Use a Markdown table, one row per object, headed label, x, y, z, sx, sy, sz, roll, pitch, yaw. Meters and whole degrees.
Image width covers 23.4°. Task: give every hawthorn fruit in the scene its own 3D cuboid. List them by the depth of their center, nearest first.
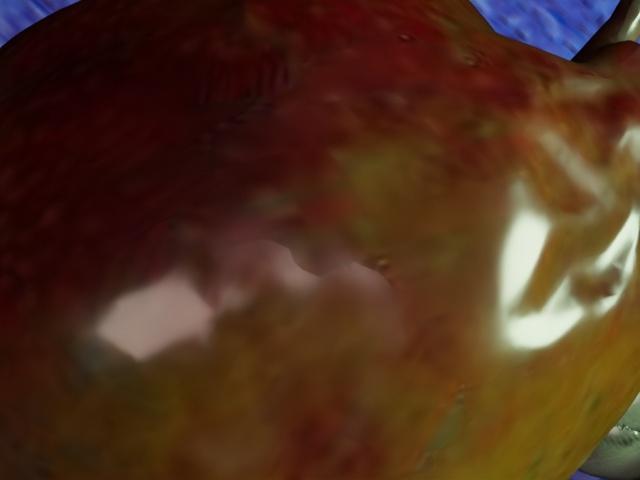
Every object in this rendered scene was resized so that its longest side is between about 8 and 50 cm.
| label | x | y | z | sx | sy | sz | roll | pitch | yaw |
| --- | --- | --- | --- | --- | --- | --- | --- | --- | --- |
| hawthorn fruit | 0.000 | 0.000 | 0.459 | 0.248 | 0.208 | 0.208 | -34 | 88 | 10 |

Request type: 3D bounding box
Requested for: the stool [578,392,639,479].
| label | x | y | z | sx | sy | sz | roll | pitch | yaw |
| --- | --- | --- | --- | --- | --- | --- | --- | --- | --- |
| stool | 0.129 | 0.099 | 0.492 | 0.121 | 0.125 | 0.217 | -36 | 78 | 7 |
